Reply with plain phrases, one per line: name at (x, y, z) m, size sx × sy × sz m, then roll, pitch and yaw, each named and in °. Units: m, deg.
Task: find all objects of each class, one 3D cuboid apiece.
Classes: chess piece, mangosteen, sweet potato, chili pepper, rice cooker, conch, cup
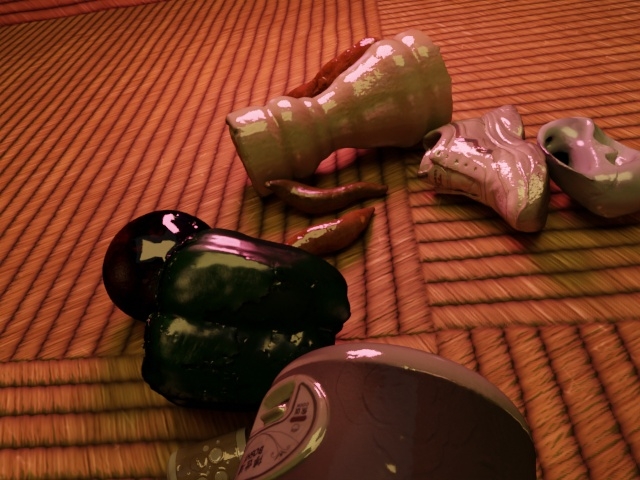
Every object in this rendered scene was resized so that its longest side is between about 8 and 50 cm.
chess piece at (0.033, -0.259, 1.059) m, size 0.442 × 0.234 × 0.234 m, roll -23°, pitch 43°, yaw -7°
mangosteen at (-0.264, 0.040, 0.839) m, size 0.194 × 0.194 × 0.230 m, roll -34°, pitch 22°, yaw -23°
sweet potato at (0.022, -0.380, 1.237) m, size 0.095 × 0.106 × 0.354 m, roll 1°, pitch -11°, yaw -41°
chili pepper at (-0.089, 0.114, 0.658) m, size 0.256 × 0.248 × 0.233 m, roll 11°, pitch 81°, yaw -1°
rice cooker at (0.045, 0.264, 0.444) m, size 0.288 × 0.288 × 0.277 m, roll 5°, pitch 45°, yaw 17°
sweet potato at (0.000, 0.000, 0.900) m, size 0.281 × 0.067 × 0.059 m, roll -23°, pitch 80°, yaw -20°
conch at (0.471, -0.127, 0.871) m, size 0.185 × 0.121 × 0.221 m, roll 2°, pitch 39°, yaw -35°
sweet potato at (0.013, -0.086, 0.997) m, size 0.249 × 0.059 × 0.069 m, roll 0°, pitch 79°, yaw -5°
cup at (-0.125, 0.291, 0.611) m, size 0.099 × 0.102 × 0.074 m, roll -16°, pitch 3°, yaw -4°

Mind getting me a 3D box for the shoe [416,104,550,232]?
shoe at (0.288, -0.124, 0.931) m, size 0.210 × 0.132 × 0.342 m, roll -10°, pitch 39°, yaw 11°
